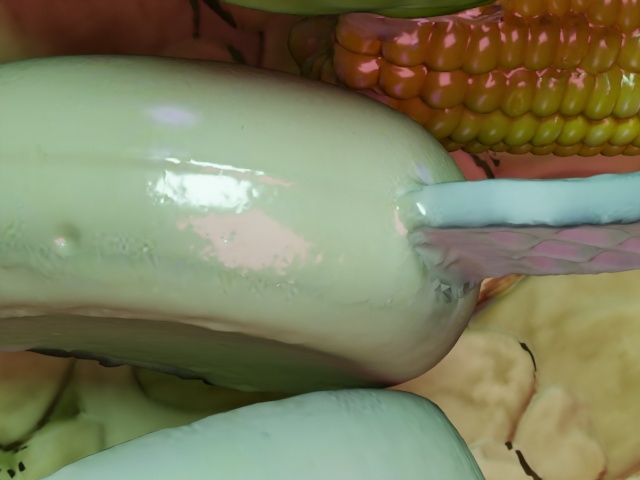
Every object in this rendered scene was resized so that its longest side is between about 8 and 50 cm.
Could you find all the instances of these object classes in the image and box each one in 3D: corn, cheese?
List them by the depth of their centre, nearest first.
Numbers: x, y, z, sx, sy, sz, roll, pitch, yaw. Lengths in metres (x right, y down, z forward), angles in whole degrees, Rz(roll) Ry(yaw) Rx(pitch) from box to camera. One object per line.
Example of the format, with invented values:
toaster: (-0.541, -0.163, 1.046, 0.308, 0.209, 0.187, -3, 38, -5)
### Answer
cheese: (-0.009, -0.006, 0.429, 0.163, 0.249, 0.070, 18, 72, -37)
corn: (0.111, -0.071, 0.504, 0.244, 0.093, 0.093, 0, 106, -16)

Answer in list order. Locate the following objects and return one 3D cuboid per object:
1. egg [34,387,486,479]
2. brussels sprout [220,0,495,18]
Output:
egg: (-0.044, 0.157, 0.455, 0.271, 0.206, 0.161, -19, 71, -19)
brussels sprout: (0.017, -0.217, 0.358, 0.344, 0.268, 0.344, -16, 117, -34)
